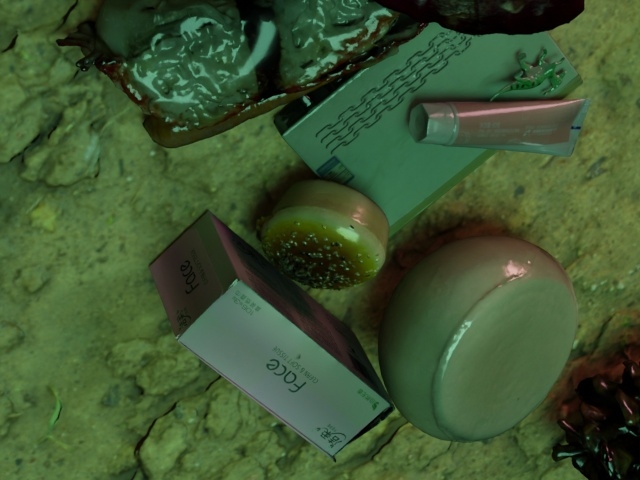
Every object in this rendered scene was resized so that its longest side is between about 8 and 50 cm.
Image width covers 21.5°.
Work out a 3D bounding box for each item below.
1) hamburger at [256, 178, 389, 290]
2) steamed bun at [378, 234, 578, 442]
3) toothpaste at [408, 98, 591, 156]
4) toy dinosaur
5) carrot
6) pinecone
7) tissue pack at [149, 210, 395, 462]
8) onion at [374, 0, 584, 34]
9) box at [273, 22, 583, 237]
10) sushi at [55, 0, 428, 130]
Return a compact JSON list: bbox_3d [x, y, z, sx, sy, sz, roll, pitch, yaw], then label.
[{"bbox_3d":[0.000,0.000,1.689,0.126,0.141,0.081,52,52,-42],"label":"hamburger"},{"bbox_3d":[0.154,0.094,1.786,0.232,0.145,0.232,-23,130,-31],"label":"steamed bun"},{"bbox_3d":[0.181,-0.115,1.682,0.194,0.043,0.067,0,120,-28],"label":"toothpaste"},{"bbox_3d":[0.208,-0.157,1.675,0.083,0.021,0.062,-42,139,7],"label":"toy dinosaur"},{"bbox_3d":[-0.065,-0.136,1.614,0.216,0.048,0.048,-18,125,-1],"label":"carrot"},{"bbox_3d":[0.405,0.231,1.909,0.257,0.243,0.243,-17,125,-16],"label":"pinecone"},{"bbox_3d":[-0.050,0.098,1.717,0.092,0.148,0.246,-43,123,10],"label":"tissue pack"},{"bbox_3d":[0.119,-0.346,1.434,0.260,0.282,0.336,4,103,12],"label":"onion"},{"bbox_3d":[0.107,-0.143,1.686,0.270,0.045,0.211,-40,125,7],"label":"box"},{"bbox_3d":[-0.068,-0.194,1.543,0.332,0.124,0.130,-21,115,-8],"label":"sushi"}]
